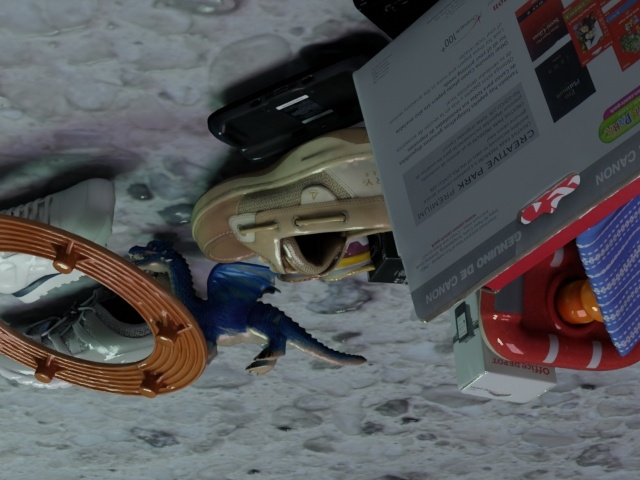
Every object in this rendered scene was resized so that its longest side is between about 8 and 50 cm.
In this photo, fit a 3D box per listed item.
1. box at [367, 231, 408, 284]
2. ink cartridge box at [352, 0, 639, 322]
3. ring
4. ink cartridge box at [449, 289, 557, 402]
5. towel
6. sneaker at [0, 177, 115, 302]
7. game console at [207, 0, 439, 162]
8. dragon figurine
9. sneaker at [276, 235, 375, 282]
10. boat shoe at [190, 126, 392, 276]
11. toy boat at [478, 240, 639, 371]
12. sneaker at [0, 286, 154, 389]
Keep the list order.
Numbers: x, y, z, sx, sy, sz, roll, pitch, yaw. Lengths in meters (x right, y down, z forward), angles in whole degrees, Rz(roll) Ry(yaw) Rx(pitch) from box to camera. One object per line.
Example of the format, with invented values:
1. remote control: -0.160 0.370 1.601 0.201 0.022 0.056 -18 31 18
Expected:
1. box: 0.081 -0.002 1.688 0.052 0.083 0.062 4 151 -18
2. ink cartridge box: 0.194 -0.100 1.240 0.130 0.271 0.309 20 136 -39
3. ring: -0.283 0.083 1.656 0.337 0.032 0.336 15 148 10
4. ink cartridge box: 0.217 0.110 1.851 0.109 0.150 0.063 11 149 -28
5. towel: 0.373 -0.024 1.596 0.243 0.040 0.336 -44 148 -6
6. sneaker: -0.300 -0.004 1.636 0.095 0.090 0.235 26 139 -29
7. game console: 0.049 -0.161 1.430 0.361 0.044 0.213 -21 147 28
8. dragon figurine: -0.087 0.072 1.734 0.289 0.144 0.085 3 162 -2
9. sneaker: 0.000 0.000 1.714 0.070 0.083 0.185 -13 -176 -29
10. boat shoe: -0.031 -0.016 1.566 0.122 0.110 0.341 -2 167 -31
11. toy boat: 0.303 0.069 1.767 0.231 0.151 0.151 8 169 -24
12. sneaker: -0.272 0.103 1.860 0.281 0.105 0.115 -5 119 9
